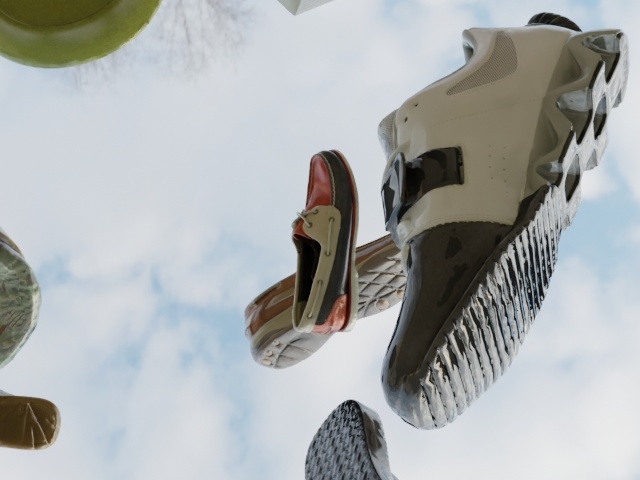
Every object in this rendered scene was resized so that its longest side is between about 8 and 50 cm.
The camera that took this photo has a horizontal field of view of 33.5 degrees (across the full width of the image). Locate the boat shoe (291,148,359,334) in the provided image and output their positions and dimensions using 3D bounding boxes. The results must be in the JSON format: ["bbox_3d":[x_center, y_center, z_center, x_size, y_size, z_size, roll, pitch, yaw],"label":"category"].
[{"bbox_3d":[0.000,0.000,0.769,0.043,0.049,0.137,2,-96,-25],"label":"boat shoe"}]

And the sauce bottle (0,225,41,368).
[{"bbox_3d":[-0.314,-0.016,0.802,0.111,0.111,0.344,-26,-144,-21],"label":"sauce bottle"}]

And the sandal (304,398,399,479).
[{"bbox_3d":[0.068,0.354,1.292,0.107,0.167,0.445,33,-159,-17],"label":"sandal"}]

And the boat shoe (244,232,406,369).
[{"bbox_3d":[0.022,0.059,1.569,0.324,0.123,0.116,-31,-129,0],"label":"boat shoe"}]

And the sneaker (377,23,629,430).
[{"bbox_3d":[0.092,-0.023,0.732,0.146,0.122,0.330,15,-124,24],"label":"sneaker"}]

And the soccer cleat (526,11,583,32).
[{"bbox_3d":[0.309,-0.240,1.348,0.072,0.060,0.179,9,-144,-39],"label":"soccer cleat"}]

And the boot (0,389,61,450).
[{"bbox_3d":[-0.513,0.231,1.437,0.262,0.203,0.095,20,-110,-47],"label":"boot"}]

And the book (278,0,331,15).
[{"bbox_3d":[0.028,-0.224,0.712,0.096,0.144,0.035,-28,-116,-35],"label":"book"}]

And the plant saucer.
[{"bbox_3d":[-0.301,-0.311,1.249,0.241,0.037,0.240,-2,-117,4],"label":"plant saucer"}]
